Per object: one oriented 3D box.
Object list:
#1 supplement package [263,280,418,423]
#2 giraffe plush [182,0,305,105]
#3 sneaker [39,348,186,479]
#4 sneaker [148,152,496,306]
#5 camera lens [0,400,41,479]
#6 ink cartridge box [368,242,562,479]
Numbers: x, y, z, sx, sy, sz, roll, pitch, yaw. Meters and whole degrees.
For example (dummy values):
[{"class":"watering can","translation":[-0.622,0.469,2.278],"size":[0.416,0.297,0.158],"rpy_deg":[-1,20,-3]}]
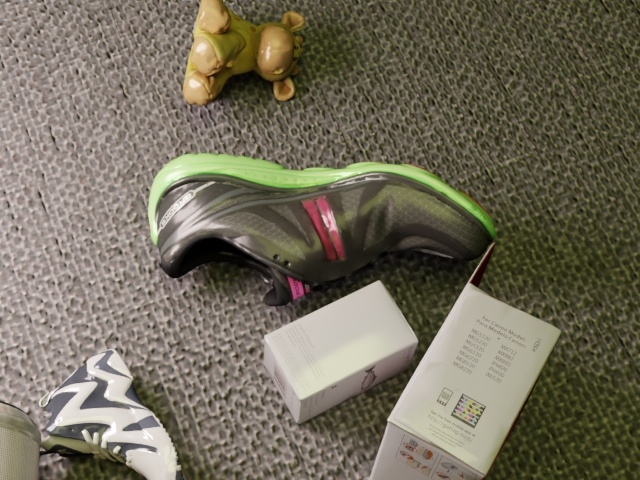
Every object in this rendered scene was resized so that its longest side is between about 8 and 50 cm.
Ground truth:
[{"class":"supplement package","translation":[0.025,0.150,1.662],"size":[0.179,0.105,0.105],"rpy_deg":[-25,67,-14]},{"class":"giraffe plush","translation":[-0.109,-0.286,1.867],"size":[0.170,0.181,0.210],"rpy_deg":[11,28,-9]},{"class":"sneaker","translation":[-0.280,0.265,1.593],"size":[0.153,0.094,0.235],"rpy_deg":[-28,68,-15]},{"class":"sneaker","translation":[0.000,0.000,1.717],"size":[0.483,0.185,0.202],"rpy_deg":[2,71,8]},{"class":"camera lens","translation":[-0.452,0.331,1.477],"size":[0.219,0.219,0.274],"rpy_deg":[-1,63,-4]},{"class":"ink cartridge box","translation":[0.184,0.194,1.534],"size":[0.130,0.309,0.272],"rpy_deg":[28,65,11]}]
